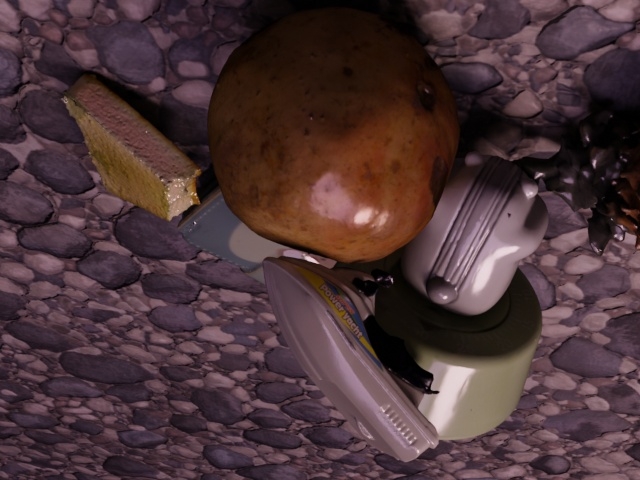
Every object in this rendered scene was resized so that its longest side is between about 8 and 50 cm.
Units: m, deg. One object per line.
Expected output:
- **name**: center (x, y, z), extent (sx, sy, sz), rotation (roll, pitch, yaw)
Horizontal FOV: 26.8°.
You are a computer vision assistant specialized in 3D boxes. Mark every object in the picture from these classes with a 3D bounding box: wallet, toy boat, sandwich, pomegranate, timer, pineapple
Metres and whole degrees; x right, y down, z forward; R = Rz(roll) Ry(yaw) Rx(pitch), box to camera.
- **wallet**: center (0.000, 0.000, 1.822), extent (0.360, 0.083, 0.252), rotation (28, 140, -25)
- **toy boat**: center (0.041, 0.113, 1.474), extent (0.141, 0.141, 0.269), rotation (-14, 108, 36)
- **sandwich**: center (-0.225, -0.108, 1.684), extent (0.162, 0.058, 0.193), rotation (24, 152, 28)
- **pomegranate**: center (0.013, -0.114, 1.455), extent (0.281, 0.281, 0.281), rotation (8, 148, 5)
- **timer**: center (0.162, 0.031, 1.607), extent (0.291, 0.290, 0.315), rotation (16, 127, -8)
- **pineapple**: center (0.389, -0.058, 1.506), extent (0.357, 0.223, 0.223), rotation (10, 155, 44)
